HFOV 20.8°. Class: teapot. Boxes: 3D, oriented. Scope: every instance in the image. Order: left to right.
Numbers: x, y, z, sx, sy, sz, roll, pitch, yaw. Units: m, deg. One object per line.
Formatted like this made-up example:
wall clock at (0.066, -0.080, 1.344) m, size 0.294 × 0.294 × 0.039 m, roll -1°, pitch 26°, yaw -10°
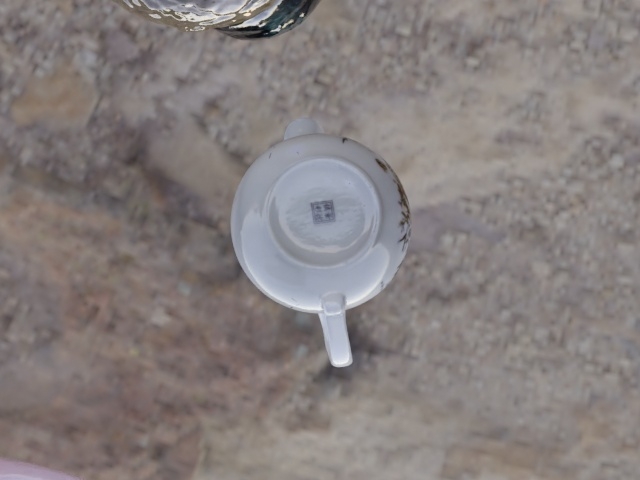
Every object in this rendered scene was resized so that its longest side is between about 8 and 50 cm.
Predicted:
teapot at (0.000, 0.000, 2.045) m, size 0.208 × 0.299 × 0.166 m, roll -5°, pitch -179°, yaw -13°

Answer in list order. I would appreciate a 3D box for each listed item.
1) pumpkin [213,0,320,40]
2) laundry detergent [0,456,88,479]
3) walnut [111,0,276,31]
pumpkin at (-0.125, -0.343, 1.804) m, size 0.315 × 0.238 × 0.315 m, roll 21°, pitch 180°, yaw 0°
laundry detergent at (-0.250, 0.312, 1.783) m, size 0.335 × 0.088 × 0.159 m, roll 9°, pitch 110°, yaw 17°
walnut at (-0.119, -0.267, 1.480) m, size 0.230 × 0.178 × 0.178 m, roll 13°, pitch 142°, yaw 34°
